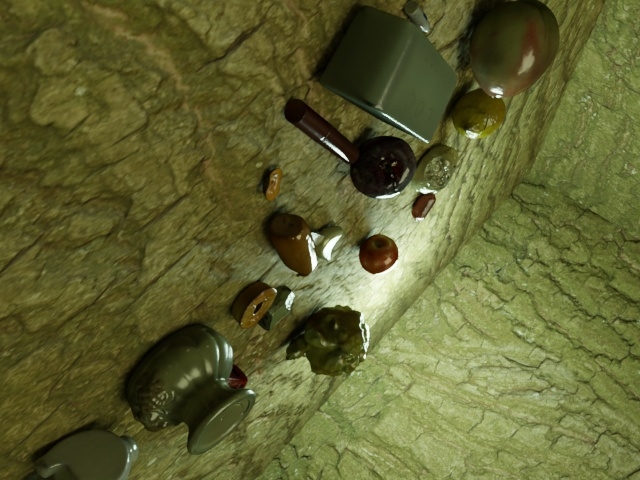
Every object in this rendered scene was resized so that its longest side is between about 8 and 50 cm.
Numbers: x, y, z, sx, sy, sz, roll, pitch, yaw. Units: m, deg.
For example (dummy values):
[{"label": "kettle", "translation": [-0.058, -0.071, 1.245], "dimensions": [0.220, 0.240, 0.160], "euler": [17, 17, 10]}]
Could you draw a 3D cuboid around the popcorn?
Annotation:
[{"label": "popcorn", "translation": [0.050, 0.412, 2.055], "dimensions": [0.335, 0.279, 0.274], "euler": [-51, -179, -34]}]

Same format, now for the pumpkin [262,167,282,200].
[{"label": "pumpkin", "translation": [-0.116, -0.136, 1.196], "dimensions": [0.050, 0.028, 0.083], "euler": [-9, 125, -56]}]

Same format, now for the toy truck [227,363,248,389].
[{"label": "toy truck", "translation": [-0.316, 0.458, 1.632], "dimensions": [0.114, 0.107, 0.252], "euler": [-49, 157, -3]}]

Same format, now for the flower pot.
[{"label": "flower pot", "translation": [-0.331, 0.402, 1.344], "dimensions": [0.307, 0.244, 0.307], "euler": [-41, 155, -24]}]

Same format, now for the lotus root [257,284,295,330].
[{"label": "lotus root", "translation": [-0.137, 0.216, 1.646], "dimensions": [0.144, 0.070, 0.143], "euler": [-41, 156, -23]}]

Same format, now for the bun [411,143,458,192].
[{"label": "bun", "translation": [0.453, -0.264, 1.960], "dimensions": [0.237, 0.116, 0.209], "euler": [-30, 149, -43]}]

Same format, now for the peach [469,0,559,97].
[{"label": "peach", "translation": [0.585, -0.580, 1.546], "dimensions": [0.292, 0.248, 0.292], "euler": [-37, 134, -51]}]

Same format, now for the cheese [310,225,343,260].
[{"label": "cheese", "translation": [0.001, 0.001, 1.601], "dimensions": [0.127, 0.050, 0.235], "euler": [-53, 157, 11]}]

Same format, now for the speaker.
[{"label": "speaker", "translation": [0.178, -0.374, 1.194], "dimensions": [0.406, 0.183, 0.184], "euler": [2, 119, -62]}]

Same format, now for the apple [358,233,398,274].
[{"label": "apple", "translation": [0.227, 0.058, 1.979], "dimensions": [0.163, 0.163, 0.139], "euler": [-38, 143, -29]}]

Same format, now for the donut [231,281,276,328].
[{"label": "donut", "translation": [-0.199, 0.187, 1.500], "dimensions": [0.152, 0.058, 0.151], "euler": [-42, 156, -23]}]

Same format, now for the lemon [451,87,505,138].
[{"label": "lemon", "translation": [0.563, -0.452, 1.804], "dimensions": [0.193, 0.180, 0.180], "euler": [-23, 151, -10]}]

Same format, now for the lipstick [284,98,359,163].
[{"label": "lipstick", "translation": [0.016, -0.253, 1.228], "dimensions": [0.057, 0.057, 0.357], "euler": [-54, 159, 8]}]

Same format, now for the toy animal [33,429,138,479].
[{"label": "toy animal", "translation": [-0.603, 0.651, 1.282], "dimensions": [0.241, 0.196, 0.367], "euler": [-8, 130, -61]}]

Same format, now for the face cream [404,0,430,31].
[{"label": "face cream", "translation": [0.240, -0.540, 1.236], "dimensions": [0.034, 0.034, 0.130], "euler": [-57, 156, 15]}]

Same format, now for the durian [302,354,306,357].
[{"label": "durian", "translation": [-0.067, 0.471, 2.200], "dimensions": [0.066, 0.052, 0.130], "euler": [-57, 157, 8]}]

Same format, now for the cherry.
[{"label": "cherry", "translation": [0.175, -0.205, 1.456], "dimensions": [0.195, 0.195, 0.195], "euler": [-41, 156, -23]}]

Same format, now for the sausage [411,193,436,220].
[{"label": "sausage", "translation": [0.440, -0.146, 2.178], "dimensions": [0.076, 0.076, 0.141], "euler": [-17, 139, -54]}]

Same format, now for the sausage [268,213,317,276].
[{"label": "sausage", "translation": [-0.068, 0.029, 1.433], "dimensions": [0.112, 0.112, 0.328], "euler": [-45, 157, -14]}]
